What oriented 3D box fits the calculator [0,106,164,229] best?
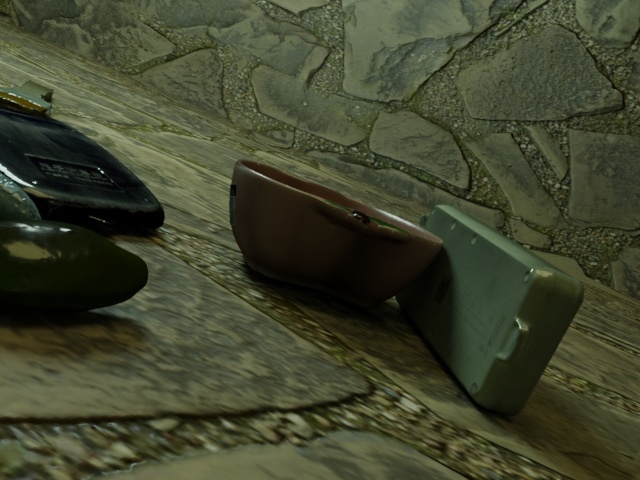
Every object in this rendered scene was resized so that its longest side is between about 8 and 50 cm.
[{"bbox_3d":[-0.254,-0.070,0.635,0.268,0.040,0.177,36,18,35],"label":"calculator"}]

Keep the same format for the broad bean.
[{"bbox_3d":[-0.184,0.010,0.337,0.065,0.046,0.255,37,17,30],"label":"broad bean"}]

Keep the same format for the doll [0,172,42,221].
[{"bbox_3d":[-0.259,-0.045,0.437,0.180,0.075,0.120,42,-28,1],"label":"doll"}]

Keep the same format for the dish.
[{"bbox_3d":[0.000,0.000,0.665,0.213,0.090,0.213,22,8,-3],"label":"dish"}]

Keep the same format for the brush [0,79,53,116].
[{"bbox_3d":[-0.424,-0.209,1.017,0.086,0.020,0.336,19,10,-19],"label":"brush"}]

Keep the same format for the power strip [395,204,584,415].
[{"bbox_3d":[0.134,0.047,0.624,0.046,0.118,0.270,20,11,-14],"label":"power strip"}]
